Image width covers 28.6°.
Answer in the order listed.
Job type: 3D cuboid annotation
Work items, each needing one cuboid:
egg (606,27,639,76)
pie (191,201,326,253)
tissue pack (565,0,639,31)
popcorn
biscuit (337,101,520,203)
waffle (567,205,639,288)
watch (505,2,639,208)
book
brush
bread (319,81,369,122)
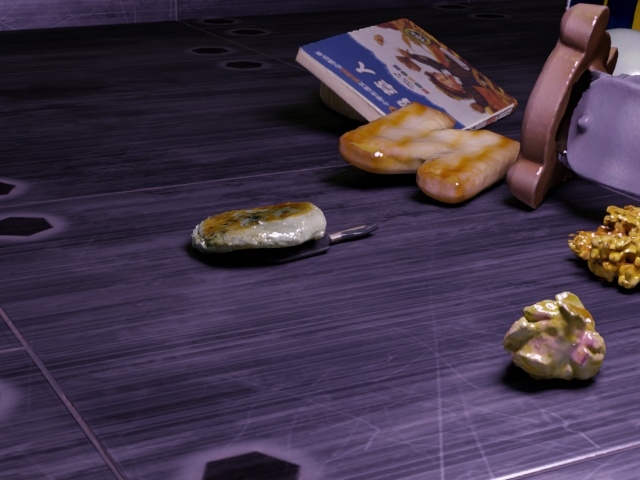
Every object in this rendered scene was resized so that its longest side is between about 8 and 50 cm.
[{"bbox_3d":[0.549,-0.284,2.293,0.203,0.203,0.283,-2,13,-9],"label":"egg"},{"bbox_3d":[-0.082,-0.017,1.687,0.186,0.041,0.187,-7,12,1],"label":"pie"},{"bbox_3d":[0.738,-0.396,2.556,0.416,0.253,0.264,16,25,37],"label":"tissue pack"},{"bbox_3d":[0.242,0.103,1.319,0.109,0.089,0.097,-12,11,-26],"label":"popcorn"},{"bbox_3d":[0.184,-0.142,2.023,0.236,0.062,0.290,23,26,21],"label":"biscuit"},{"bbox_3d":[0.424,0.008,1.625,0.197,0.070,0.193,-1,19,-8],"label":"waffle"},{"bbox_3d":[0.493,-0.165,1.895,0.327,0.314,0.335,22,14,20],"label":"watch"},{"bbox_3d":[0.172,-0.297,2.362,0.300,0.039,0.428,40,32,14],"label":"book"},{"bbox_3d":[0.000,0.000,1.709,0.193,0.016,0.063,-13,24,-35],"label":"brush"},{"bbox_3d":[0.085,-0.306,2.490,0.140,0.106,0.236,-4,20,-22],"label":"bread"}]
